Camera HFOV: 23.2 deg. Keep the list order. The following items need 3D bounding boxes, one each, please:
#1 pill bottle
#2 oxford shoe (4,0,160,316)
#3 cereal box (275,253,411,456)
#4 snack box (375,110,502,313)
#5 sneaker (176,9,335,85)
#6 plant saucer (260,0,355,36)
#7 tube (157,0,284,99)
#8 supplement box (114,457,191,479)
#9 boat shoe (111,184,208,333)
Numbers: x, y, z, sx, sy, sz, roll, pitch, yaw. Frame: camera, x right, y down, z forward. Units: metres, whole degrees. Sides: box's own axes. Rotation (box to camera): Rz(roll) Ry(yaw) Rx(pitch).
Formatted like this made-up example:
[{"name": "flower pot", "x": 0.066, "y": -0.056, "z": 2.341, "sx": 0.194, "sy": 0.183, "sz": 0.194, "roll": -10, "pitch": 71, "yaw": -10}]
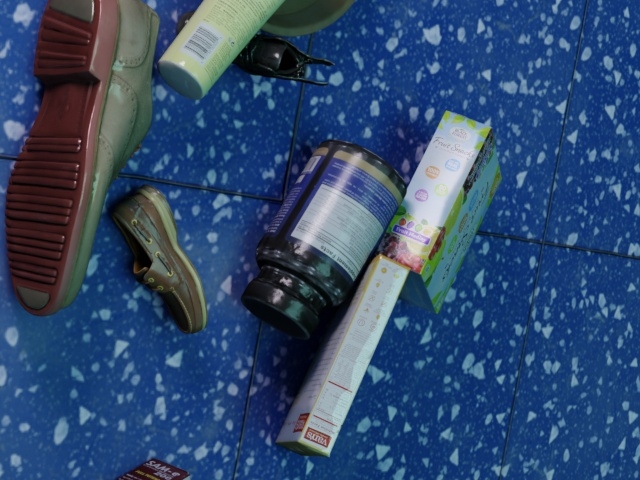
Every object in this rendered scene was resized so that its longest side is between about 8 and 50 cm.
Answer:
[{"name": "pill bottle", "x": 0.000, "y": 0.000, "z": 1.831, "sx": 0.123, "sy": 0.123, "sz": 0.219, "roll": 44, "pitch": 69, "yaw": -39}, {"name": "oxford shoe", "x": -0.229, "y": -0.089, "z": 1.604, "sx": 0.130, "sy": 0.123, "sz": 0.348, "roll": 11, "pitch": 92, "yaw": -49}, {"name": "cereal box", "x": 0.025, "y": 0.141, "z": 1.856, "sx": 0.047, "sy": 0.173, "sz": 0.240, "roll": 25, "pitch": 79, "yaw": -6}, {"name": "snack box", "x": 0.151, "y": -0.033, "z": 1.954, "sx": 0.207, "sy": 0.070, "sz": 0.174, "roll": -62, "pitch": 162, "yaw": -13}, {"name": "sneaker", "x": -0.072, "y": -0.213, "z": 1.742, "sx": 0.170, "sy": 0.089, "sz": 0.051, "roll": 21, "pitch": 84, "yaw": -43}, {"name": "plant saucer", "x": -0.039, "y": -0.372, "z": 1.775, "sx": 0.278, "sy": 0.041, "sz": 0.277, "roll": -10, "pitch": 104, "yaw": -42}, {"name": "tube", "x": -0.086, "y": -0.257, "z": 1.693, "sx": 0.240, "sy": 0.062, "sz": 0.070, "roll": -56, "pitch": 157, "yaw": -22}, {"name": "supplement box", "x": -0.241, "y": 0.354, "z": 1.713, "sx": 0.239, "sy": 0.073, "sz": 0.130, "roll": -28, "pitch": 116, "yaw": -37}, {"name": "boat shoe", "x": -0.179, "y": 0.028, "z": 1.715, "sx": 0.060, "sy": 0.064, "sz": 0.178, "roll": -32, "pitch": 113, "yaw": -28}]
